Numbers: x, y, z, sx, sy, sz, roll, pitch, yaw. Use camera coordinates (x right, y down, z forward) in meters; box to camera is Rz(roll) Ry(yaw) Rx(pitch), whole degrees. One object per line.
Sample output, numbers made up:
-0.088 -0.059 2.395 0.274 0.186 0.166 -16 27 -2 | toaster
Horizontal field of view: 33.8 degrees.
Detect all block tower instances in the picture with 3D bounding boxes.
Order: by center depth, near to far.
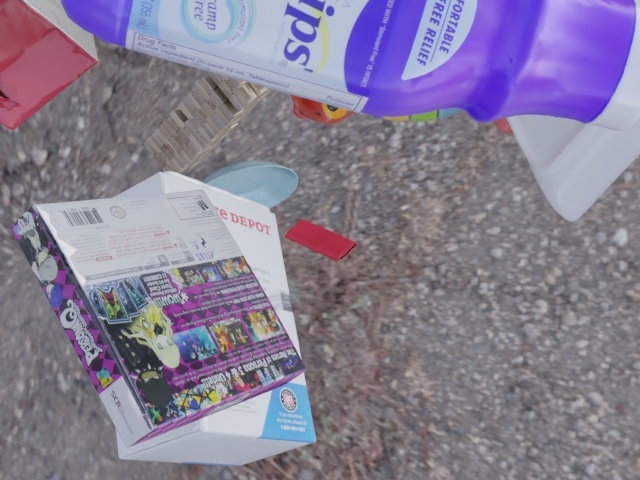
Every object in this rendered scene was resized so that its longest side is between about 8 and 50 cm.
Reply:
-0.201 -0.226 1.888 0.091 0.335 0.097 51 51 -1 | block tower

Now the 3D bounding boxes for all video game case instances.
-0.133 0.055 0.931 0.042 0.232 0.210 -38 77 28 | video game case

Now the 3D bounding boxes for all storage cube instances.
-0.493 -0.333 1.672 0.193 0.215 0.183 -34 136 17 | storage cube

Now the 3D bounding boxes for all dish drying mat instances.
0.000 0.000 1.133 0.032 0.083 0.008 -40 134 -28 | dish drying mat

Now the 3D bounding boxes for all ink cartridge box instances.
-0.140 0.100 1.257 0.223 0.129 0.307 20 53 -53 | ink cartridge box

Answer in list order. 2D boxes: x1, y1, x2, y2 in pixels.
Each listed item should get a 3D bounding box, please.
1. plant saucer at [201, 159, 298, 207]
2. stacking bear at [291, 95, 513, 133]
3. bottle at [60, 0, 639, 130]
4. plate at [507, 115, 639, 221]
-0.135 -0.091 1.764 0.195 0.195 0.037 -13 69 -15 | plant saucer
0.100 -0.222 1.370 0.289 0.164 0.175 -9 133 1 | stacking bear
0.025 -0.120 0.508 0.282 0.092 0.118 15 105 -8 | bottle
0.211 -0.190 0.942 0.045 0.278 0.277 -12 69 -20 | plate
